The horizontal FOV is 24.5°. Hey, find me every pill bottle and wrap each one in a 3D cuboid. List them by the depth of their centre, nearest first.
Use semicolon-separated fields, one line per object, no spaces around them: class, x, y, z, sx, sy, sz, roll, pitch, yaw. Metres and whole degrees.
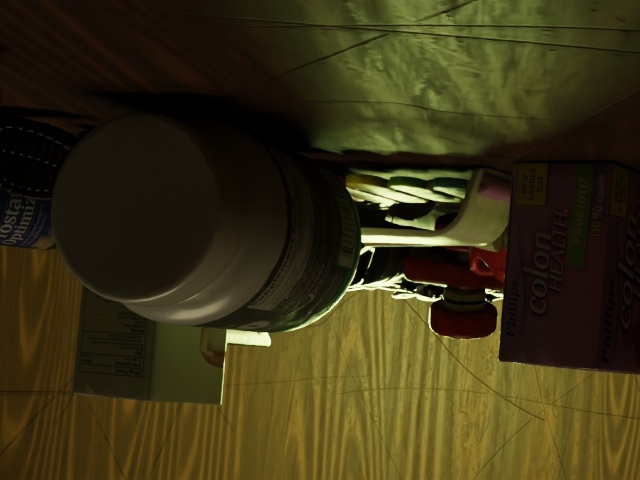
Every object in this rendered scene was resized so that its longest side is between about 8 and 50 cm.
pill bottle;-0.105;-0.014;1.464;0.204;0.204;0.361;3;175;20
pill bottle;-0.412;-0.058;1.782;0.219;0.122;0.123;7;175;-40

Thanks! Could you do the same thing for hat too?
hat;0.000;0.000;2.067;0.331;0.134;0.331;6;176;0

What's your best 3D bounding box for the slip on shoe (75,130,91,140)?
slip on shoe;-0.209;-0.097;1.599;0.041;0.051;0.135;-42;143;23

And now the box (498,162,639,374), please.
box;0.307;0.036;1.608;0.117;0.213;0.243;2;175;35

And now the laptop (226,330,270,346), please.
laptop;-0.308;0.024;2.137;0.236;0.408;0.382;-31;169;10

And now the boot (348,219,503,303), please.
boot;0.105;0.035;2.527;0.367;0.146;0.445;4;-179;38

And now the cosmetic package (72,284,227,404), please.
cosmetic package;-0.200;0.050;1.810;0.153;0.296;0.129;2;174;41

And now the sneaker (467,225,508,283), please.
sneaker;0.274;0.007;1.913;0.107;0.118;0.279;5;176;-18

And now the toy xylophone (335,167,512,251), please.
toy xylophone;0.085;-0.038;1.756;0.323;0.081;0.236;3;176;24

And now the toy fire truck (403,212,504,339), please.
toy fire truck;0.284;0.035;2.189;0.302;0.169;0.254;5;-165;13

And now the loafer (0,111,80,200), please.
loafer;-0.334;-0.102;1.508;0.220;0.080;0.078;15;-162;-3
